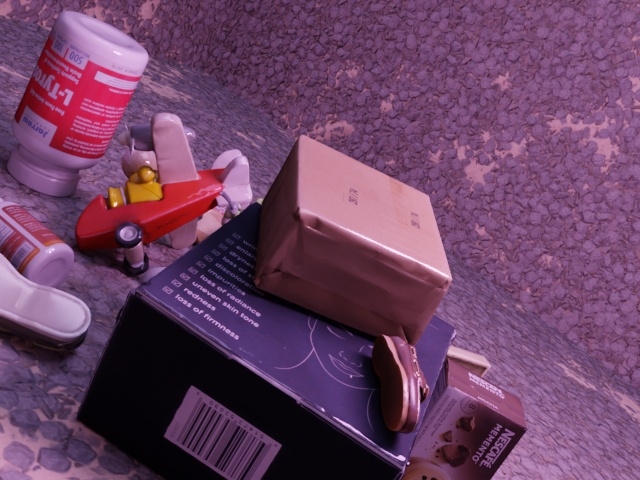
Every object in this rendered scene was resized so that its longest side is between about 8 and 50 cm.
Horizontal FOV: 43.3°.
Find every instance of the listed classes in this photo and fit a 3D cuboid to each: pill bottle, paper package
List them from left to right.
[{"bbox_3d":[-0.588,0.002,1.545,0.216,0.121,0.121,37,18,18],"label":"pill bottle"},{"bbox_3d":[-0.600,-0.322,1.949,0.229,0.408,0.229,27,17,-9],"label":"pill bottle"},{"bbox_3d":[0.053,-0.004,1.424,0.309,0.168,0.325,25,25,-15],"label":"paper package"}]

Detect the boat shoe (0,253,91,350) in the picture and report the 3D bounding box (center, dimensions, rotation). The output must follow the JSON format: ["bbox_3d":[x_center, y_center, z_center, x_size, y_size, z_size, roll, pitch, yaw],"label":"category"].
[{"bbox_3d":[-0.544,0.100,1.395,0.305,0.091,0.109,28,54,-3],"label":"boat shoe"}]

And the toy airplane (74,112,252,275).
[{"bbox_3d":[-0.348,-0.126,1.858,0.272,0.386,0.384,50,23,24],"label":"toy airplane"}]

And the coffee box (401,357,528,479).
[{"bbox_3d":[0.232,0.396,1.510,0.168,0.297,0.119,30,17,-3],"label":"coffee box"}]

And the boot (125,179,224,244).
[{"bbox_3d":[-0.376,-0.078,2.183,0.295,0.104,0.211,35,-4,-40],"label":"boot"}]

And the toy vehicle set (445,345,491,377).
[{"bbox_3d":[0.223,0.339,1.711,0.166,0.267,0.035,21,20,-31],"label":"toy vehicle set"}]

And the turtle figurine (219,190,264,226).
[{"bbox_3d":[-0.120,-0.003,1.754,0.197,0.275,0.266,20,29,4],"label":"turtle figurine"}]

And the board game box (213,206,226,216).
[{"bbox_3d":[-0.277,-0.048,2.342,0.193,0.045,0.147,35,17,15],"label":"board game box"}]

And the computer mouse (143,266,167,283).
[{"bbox_3d":[-0.298,0.102,1.786,0.193,0.106,0.042,13,-22,-5],"label":"computer mouse"}]

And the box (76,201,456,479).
[{"bbox_3d":[-0.065,0.225,1.406,0.480,0.297,0.472,33,27,6],"label":"box"}]

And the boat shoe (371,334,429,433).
[{"bbox_3d":[0.129,0.214,1.213,0.073,0.073,0.207,20,27,-14],"label":"boat shoe"}]
